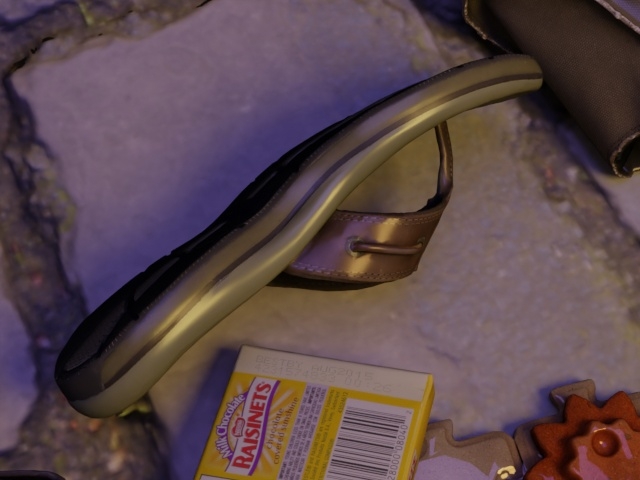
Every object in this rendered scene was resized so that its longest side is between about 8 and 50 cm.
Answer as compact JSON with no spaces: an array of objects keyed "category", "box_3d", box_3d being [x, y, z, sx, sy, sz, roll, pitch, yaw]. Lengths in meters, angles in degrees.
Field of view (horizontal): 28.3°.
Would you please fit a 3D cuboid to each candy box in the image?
[{"category":"candy box","box_3d":[-0.018,0.146,0.600,0.105,0.027,0.206,6,54,18]}]

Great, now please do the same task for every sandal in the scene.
[{"category":"sandal","box_3d":[-0.001,0.001,0.666,0.303,0.120,0.086,-40,99,-15]}]

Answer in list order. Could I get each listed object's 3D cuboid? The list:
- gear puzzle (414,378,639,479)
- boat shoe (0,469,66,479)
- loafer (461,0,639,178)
[{"category":"gear puzzle","box_3d":[0.110,0.158,0.615,0.339,0.044,0.175,-14,66,-7]},{"category":"boat shoe","box_3d":[-0.239,0.137,0.525,0.285,0.103,0.092,2,105,-16]},{"category":"loafer","box_3d":[0.179,-0.090,0.704,0.251,0.094,0.087,32,64,13]}]
